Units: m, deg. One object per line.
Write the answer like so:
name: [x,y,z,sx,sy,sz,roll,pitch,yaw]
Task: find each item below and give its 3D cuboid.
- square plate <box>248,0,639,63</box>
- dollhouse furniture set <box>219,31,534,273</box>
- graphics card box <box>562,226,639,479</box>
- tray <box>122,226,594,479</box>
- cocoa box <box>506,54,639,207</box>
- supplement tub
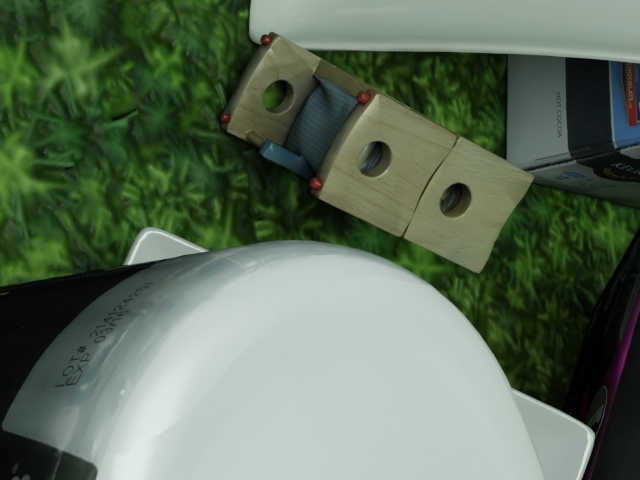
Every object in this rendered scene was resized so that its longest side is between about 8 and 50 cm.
square plate: [0.146,-0.267,0.977,0.049,0.347,0.344,47,49,-75]
dollhouse furniture set: [0.000,0.000,0.928,0.129,0.129,0.184,25,97,-35]
graphics card box: [0.185,0.160,0.971,0.094,0.233,0.371,20,65,5]
tray: [0.000,0.112,0.846,0.270,0.030,0.145,25,76,-8]
cocoa box: [0.286,-0.209,1.123,0.231,0.228,0.347,12,75,-40]
supplement tub: [-0.092,0.109,0.561,0.193,0.316,0.194,7,80,-41]
